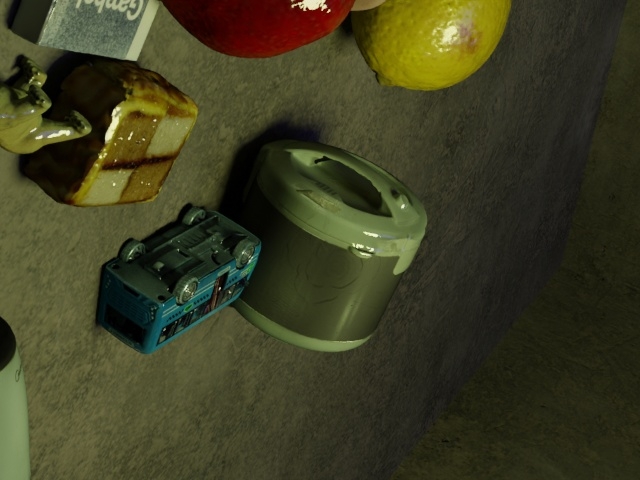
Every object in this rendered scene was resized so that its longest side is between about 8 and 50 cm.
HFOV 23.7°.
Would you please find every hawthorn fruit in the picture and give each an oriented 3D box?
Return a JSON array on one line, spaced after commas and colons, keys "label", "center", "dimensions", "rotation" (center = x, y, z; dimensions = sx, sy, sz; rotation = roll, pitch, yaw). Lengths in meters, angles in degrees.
[{"label": "hawthorn fruit", "center": [-0.087, -0.367, 1.769], "dimensions": [0.265, 0.265, 0.307], "rotation": [-56, 136, -18]}]

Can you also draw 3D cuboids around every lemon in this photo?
[{"label": "lemon", "center": [0.170, -0.365, 2.353], "dimensions": [0.267, 0.267, 0.267], "rotation": [-49, 155, -33]}]

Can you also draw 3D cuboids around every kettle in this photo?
[{"label": "kettle", "center": [-0.416, 0.179, 1.780], "dimensions": [0.221, 0.161, 0.236], "rotation": [-82, 178, -52]}]

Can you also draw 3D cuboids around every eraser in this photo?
[{"label": "eraser", "center": [-0.264, -0.260, 1.740], "dimensions": [0.092, 0.046, 0.212], "rotation": [-66, 159, 10]}]

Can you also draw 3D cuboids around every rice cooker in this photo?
[{"label": "rice cooker", "center": [0.002, -0.003, 2.327], "dimensions": [0.288, 0.288, 0.277], "rotation": [-23, 141, -59]}]

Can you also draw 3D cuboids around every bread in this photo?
[{"label": "bread", "center": [-0.247, -0.125, 1.852], "dimensions": [0.181, 0.096, 0.222], "rotation": [-59, 161, 15]}]

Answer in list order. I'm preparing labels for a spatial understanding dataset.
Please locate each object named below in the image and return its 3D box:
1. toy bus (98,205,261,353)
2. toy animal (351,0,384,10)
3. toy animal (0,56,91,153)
[{"label": "toy bus", "center": [-0.199, 0.055, 2.165], "dimensions": [0.246, 0.113, 0.134], "rotation": [-33, 148, -50]}, {"label": "toy animal", "center": [0.055, -0.436, 2.137], "dimensions": [0.154, 0.166, 0.250], "rotation": [-69, 173, -46]}, {"label": "toy animal", "center": [-0.347, -0.145, 1.647], "dimensions": [0.101, 0.103, 0.218], "rotation": [-40, 164, 5]}]
